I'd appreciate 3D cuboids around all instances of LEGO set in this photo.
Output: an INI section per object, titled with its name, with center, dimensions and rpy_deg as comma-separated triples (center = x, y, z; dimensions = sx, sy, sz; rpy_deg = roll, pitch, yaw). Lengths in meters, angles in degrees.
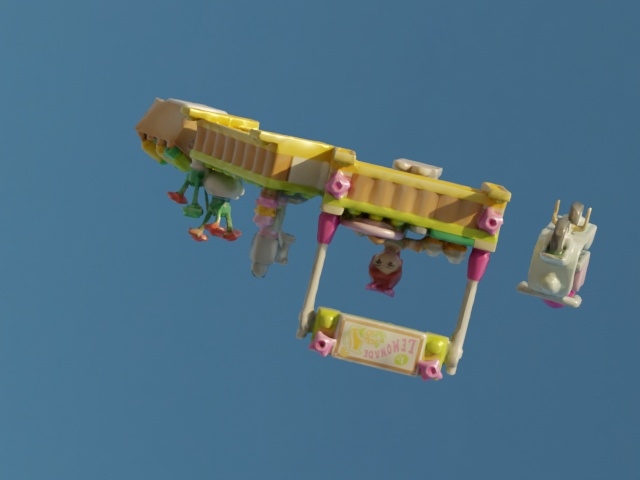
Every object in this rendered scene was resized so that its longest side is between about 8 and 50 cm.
[LEGO set]
center = 0.000, 0.000, 1.006
dimensions = 0.287, 0.132, 0.107
rpy_deg = 15, -84, 21
